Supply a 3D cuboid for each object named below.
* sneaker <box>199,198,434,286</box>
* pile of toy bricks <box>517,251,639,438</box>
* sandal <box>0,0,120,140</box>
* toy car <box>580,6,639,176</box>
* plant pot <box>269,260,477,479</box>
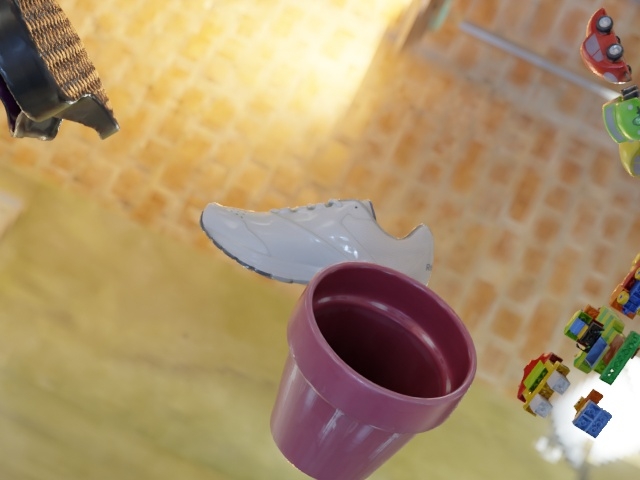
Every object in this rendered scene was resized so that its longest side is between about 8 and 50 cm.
[{"bbox_3d":[0.000,0.000,2.186,0.111,0.297,0.129,-44,-29,-86],"label":"sneaker"},{"bbox_3d":[0.304,0.104,1.905,0.212,0.118,0.105,-54,18,12],"label":"pile of toy bricks"},{"bbox_3d":[-0.291,-0.172,1.764,0.107,0.167,0.446,-24,-2,2],"label":"sandal"},{"bbox_3d":[0.366,-0.158,2.180,0.053,0.239,0.225,-21,8,12],"label":"toy car"},{"bbox_3d":[0.040,0.154,1.903,0.180,0.201,0.201,-61,-1,35],"label":"plant pot"}]
